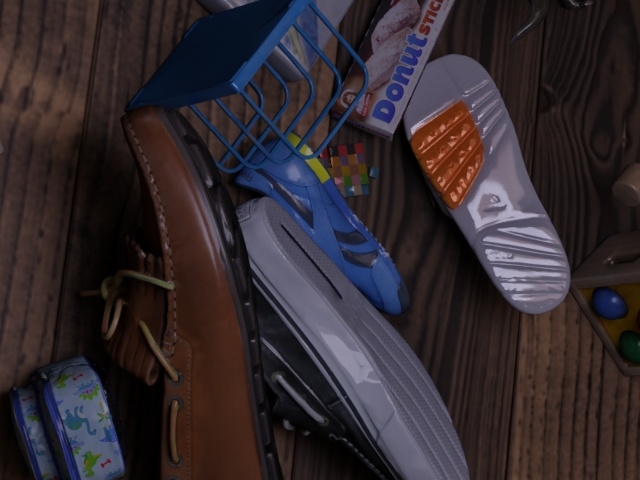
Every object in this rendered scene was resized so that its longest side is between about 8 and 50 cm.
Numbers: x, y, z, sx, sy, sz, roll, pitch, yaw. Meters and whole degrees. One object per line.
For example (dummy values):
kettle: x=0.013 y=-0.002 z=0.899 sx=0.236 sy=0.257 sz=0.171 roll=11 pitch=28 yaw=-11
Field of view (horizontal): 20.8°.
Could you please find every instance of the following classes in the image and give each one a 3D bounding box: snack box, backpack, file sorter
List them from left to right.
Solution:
backpack: x=-0.201 y=0.152 z=1.397 sx=0.084 sy=0.114 sz=0.105 roll=-19 pitch=97 yaw=-14
file sorter: x=-0.059 y=-0.128 z=1.493 sx=0.104 sy=0.170 sz=0.118 roll=47 pitch=62 yaw=-24
snack box: x=0.073 y=-0.182 z=1.659 sx=0.064 sy=0.022 sz=0.178 roll=22 pitch=69 yaw=5

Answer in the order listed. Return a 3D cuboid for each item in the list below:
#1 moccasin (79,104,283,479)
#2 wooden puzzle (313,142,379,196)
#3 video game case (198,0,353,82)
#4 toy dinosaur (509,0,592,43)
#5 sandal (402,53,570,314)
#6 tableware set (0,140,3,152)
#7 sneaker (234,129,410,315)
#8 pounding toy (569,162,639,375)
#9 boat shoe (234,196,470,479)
moccasin: x=-0.123 y=0.077 z=1.430 sx=0.147 sy=0.139 sz=0.380 roll=-8 pitch=112 yaw=-1
wooden puzzle: x=0.022 y=-0.065 z=1.638 sx=0.083 sy=0.006 sz=0.049 roll=-10 pitch=90 yaw=-35
video game case: x=-0.065 y=-0.361 z=1.596 sx=0.329 sy=0.036 sz=0.300 roll=42 pitch=64 yaw=-24
toy dinosaur: x=0.223 y=-0.323 z=1.759 sx=0.160 sy=0.121 sz=0.313 roll=36 pitch=70 yaw=-13
sandal: x=0.152 y=-0.047 z=1.681 sx=0.102 sy=0.076 sz=0.265 roll=-22 pitch=85 yaw=-9
tableware set: x=-0.326 y=-0.126 z=1.387 sx=0.168 sy=0.020 sz=0.141 roll=-18 pitch=98 yaw=-46
sneaker: x=0.000 y=0.000 z=1.587 sx=0.082 sy=0.069 sz=0.209 roll=-42 pitch=110 yaw=-12
pounding toy: x=0.333 y=0.031 z=1.732 sx=0.094 sy=0.181 sz=0.206 roll=-43 pitch=108 yaw=-30
boat shoe: x=0.004 y=0.115 z=1.547 sx=0.335 sy=0.119 sz=0.121 roll=53 pitch=22 yaw=-8
